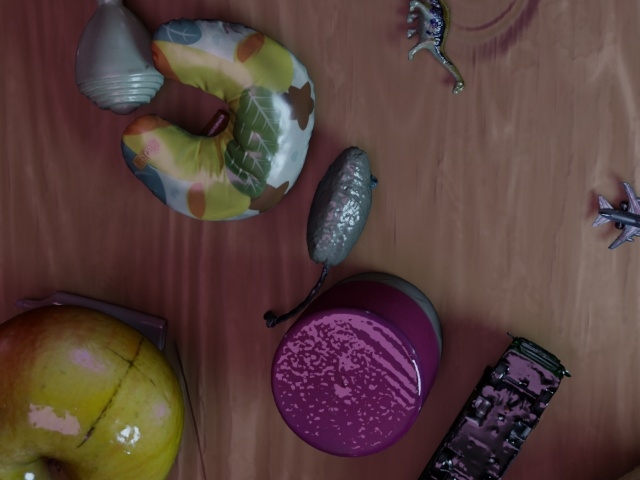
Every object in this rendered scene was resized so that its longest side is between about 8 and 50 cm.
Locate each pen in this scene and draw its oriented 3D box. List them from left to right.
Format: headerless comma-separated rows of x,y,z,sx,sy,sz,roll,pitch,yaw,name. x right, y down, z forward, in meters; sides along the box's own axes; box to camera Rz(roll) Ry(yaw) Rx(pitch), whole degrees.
-0.289,0.099,1.906,0.197,0.032,0.053,13,106,7,pen

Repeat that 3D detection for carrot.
-0.138,-0.114,1.822,0.032,0.032,0.093,35,103,3,carrot

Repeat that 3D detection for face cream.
0.047,0.137,1.749,0.175,0.195,0.175,2,102,11,face cream

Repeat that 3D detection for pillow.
-0.115,-0.135,1.766,0.214,0.086,0.233,19,108,-10,pillow

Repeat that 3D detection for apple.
-0.300,0.209,1.815,0.286,0.233,0.286,4,121,6,apple

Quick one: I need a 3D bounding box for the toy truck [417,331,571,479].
0.192,0.231,1.775,0.088,0.121,0.259,32,108,6,toy truck

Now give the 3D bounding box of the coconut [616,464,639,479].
0.402,0.415,1.658,0.346,0.360,0.346,4,80,-21,coconut

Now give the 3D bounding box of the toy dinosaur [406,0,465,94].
0.118,-0.250,1.729,0.058,0.037,0.180,-16,107,-8,toy dinosaur

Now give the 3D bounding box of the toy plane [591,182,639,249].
0.352,-0.025,1.726,0.083,0.031,0.079,12,105,11,toy plane

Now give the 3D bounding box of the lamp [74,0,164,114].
-0.240,-0.243,1.785,0.106,0.106,0.193,-6,92,14,lamp

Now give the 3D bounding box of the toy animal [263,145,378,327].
0.003,0.008,1.791,0.070,0.079,0.253,24,108,1,toy animal
